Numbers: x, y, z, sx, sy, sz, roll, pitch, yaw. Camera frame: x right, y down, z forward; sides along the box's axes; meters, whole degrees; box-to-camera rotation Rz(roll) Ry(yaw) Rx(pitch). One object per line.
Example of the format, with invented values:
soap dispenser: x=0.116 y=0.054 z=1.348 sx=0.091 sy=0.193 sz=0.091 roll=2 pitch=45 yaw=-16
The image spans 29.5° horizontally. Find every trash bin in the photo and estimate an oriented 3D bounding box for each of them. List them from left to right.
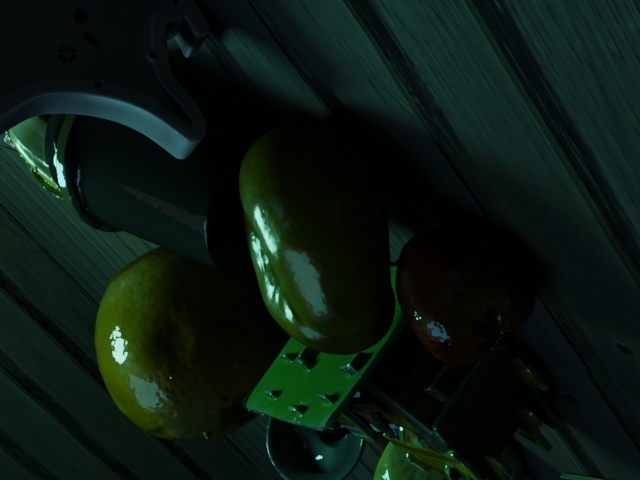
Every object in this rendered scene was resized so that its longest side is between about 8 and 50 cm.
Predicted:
trash bin: x=-0.196 y=-0.094 z=1.463 sx=0.334 sy=0.214 sz=0.214 roll=27 pitch=159 yaw=34

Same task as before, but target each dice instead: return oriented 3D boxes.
dice: x=0.190 y=0.351 z=1.798 sx=0.166 sy=0.169 sz=0.169 roll=33 pitch=162 yaw=28

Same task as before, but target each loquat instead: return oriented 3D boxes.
loquat: x=-0.206 y=0.161 z=1.966 sx=0.328 sy=0.328 sz=0.328 roll=38 pitch=164 yaw=13

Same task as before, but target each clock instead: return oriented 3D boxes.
clock: x=-0.248 y=-0.178 z=1.254 sx=0.290 sy=0.275 sz=0.080 roll=39 pitch=160 yaw=-4

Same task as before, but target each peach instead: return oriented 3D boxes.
peach: x=0.000 y=0.000 z=1.280 sx=0.251 sy=0.153 sz=0.251 roll=62 pitch=170 yaw=19

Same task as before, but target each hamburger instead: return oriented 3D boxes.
hamburger: x=-0.360 y=-0.145 z=1.794 sx=0.210 sy=0.173 sz=0.116 roll=38 pitch=139 yaw=10

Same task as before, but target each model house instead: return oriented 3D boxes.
model house: x=0.112 y=0.211 z=1.511 sx=0.313 sy=0.242 sz=0.357 roll=42 pitch=163 yaw=-13

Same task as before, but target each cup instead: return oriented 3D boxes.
cup: x=0.014 y=0.378 z=2.323 sx=0.199 sy=0.199 sz=0.150 roll=34 pitch=-179 yaw=25

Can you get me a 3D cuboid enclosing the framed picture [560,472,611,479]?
framed picture: x=0.425 y=0.369 z=1.584 sx=0.173 sy=0.010 sz=0.231 roll=44 pitch=164 yaw=-7

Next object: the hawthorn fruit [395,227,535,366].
hawthorn fruit: x=0.141 y=0.050 z=1.219 sx=0.138 sy=0.133 sz=0.133 roll=51 pitch=170 yaw=28

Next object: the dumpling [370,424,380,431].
dumpling: x=0.114 y=0.313 z=2.088 sx=0.057 sy=0.052 sz=0.076 roll=48 pitch=157 yaw=19

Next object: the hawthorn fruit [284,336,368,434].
hawthorn fruit: x=0.025 y=0.183 z=1.774 sx=0.169 sy=0.169 sz=0.188 roll=56 pitch=-178 yaw=-41
